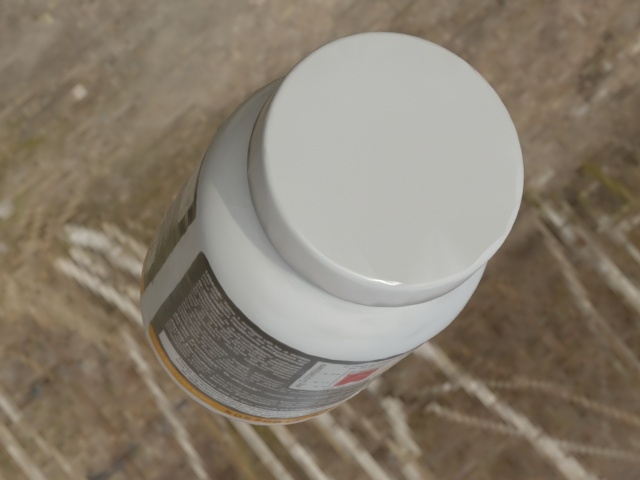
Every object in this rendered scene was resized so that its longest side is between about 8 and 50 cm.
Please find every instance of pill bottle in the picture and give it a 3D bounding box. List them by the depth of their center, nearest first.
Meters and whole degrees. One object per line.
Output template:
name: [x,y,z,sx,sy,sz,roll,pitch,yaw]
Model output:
pill bottle: [0.000,0.000,0.941,0.162,0.162,0.278,-35,176,-22]
